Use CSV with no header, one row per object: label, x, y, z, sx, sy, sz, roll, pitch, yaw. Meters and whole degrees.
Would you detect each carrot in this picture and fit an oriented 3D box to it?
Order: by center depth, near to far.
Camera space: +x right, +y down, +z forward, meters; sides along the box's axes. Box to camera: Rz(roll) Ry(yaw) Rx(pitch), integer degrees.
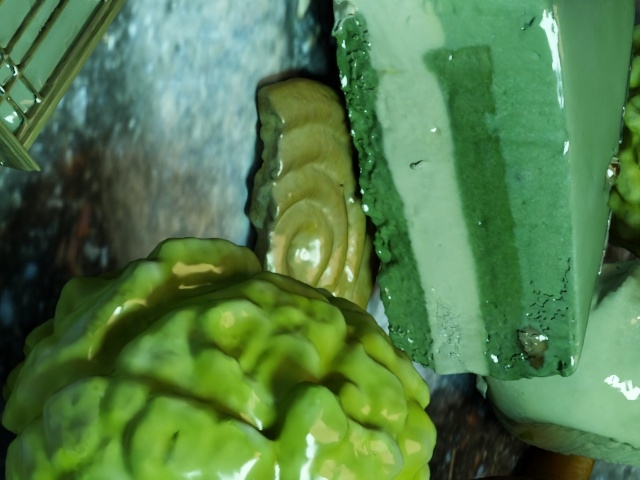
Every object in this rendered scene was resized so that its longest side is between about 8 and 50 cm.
carrot,0.227,0.159,1.580,0.210,0.061,0.061,-63,145,-28

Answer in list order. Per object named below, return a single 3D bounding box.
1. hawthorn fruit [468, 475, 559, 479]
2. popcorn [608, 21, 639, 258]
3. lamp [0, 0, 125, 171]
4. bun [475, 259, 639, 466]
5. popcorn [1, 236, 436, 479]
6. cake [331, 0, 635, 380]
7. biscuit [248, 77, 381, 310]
hawthorn fruit,0.136,0.306,1.292,0.316,0.316,0.316,-26,123,-50
popcorn,0.345,-0.079,1.509,0.249,0.225,0.249,-26,121,-56
lamp,-0.112,-0.191,0.900,0.325,0.090,0.089,-60,144,-22
bun,0.251,0.094,1.426,0.259,0.259,0.160,30,71,-56
popcorn,-0.069,0.113,0.958,0.259,0.259,0.212,-1,66,-56
cake,0.093,-0.050,1.154,0.172,0.158,0.284,6,90,-64
biscuit,0.001,0.000,1.193,0.144,0.033,0.224,-20,118,-52
